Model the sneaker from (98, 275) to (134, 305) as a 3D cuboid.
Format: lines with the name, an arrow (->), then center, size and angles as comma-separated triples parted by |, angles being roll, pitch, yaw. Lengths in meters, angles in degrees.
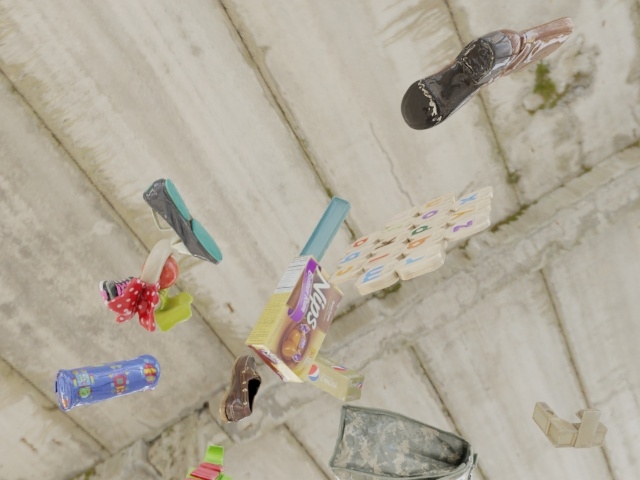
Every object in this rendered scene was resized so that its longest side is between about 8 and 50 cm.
sneaker -> -0.492, 0.121, 1.362 | 0.074, 0.170, 0.063 | -15, -92, -1

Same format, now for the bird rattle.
bird rattle -> -0.371, 0.095, 1.201 | 0.143, 0.253, 0.207 | 11, -105, 7

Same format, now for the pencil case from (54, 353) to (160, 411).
pencil case -> -0.638, 0.421, 1.648 | 0.306, 0.133, 0.120 | 0, -91, -49

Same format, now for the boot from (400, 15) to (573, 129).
boot -> 0.315, -0.328, 1.062 | 0.280, 0.096, 0.264 | -28, -11, -37

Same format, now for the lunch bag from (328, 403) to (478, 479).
lunch bag -> 0.182, 0.484, 1.166 | 0.286, 0.169, 0.235 | 4, -39, 14

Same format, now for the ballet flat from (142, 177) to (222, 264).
ballet flat -> -0.262, -0.025, 1.024 | 0.074, 0.074, 0.203 | -30, -58, 0

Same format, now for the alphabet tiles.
alphabet tiles -> 0.149, -0.004, 0.895 | 0.277, 0.284, 0.021 | -23, -75, 27

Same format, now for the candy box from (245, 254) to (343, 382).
candy box -> -0.038, 0.129, 0.920 | 0.109, 0.053, 0.187 | 52, -131, -29

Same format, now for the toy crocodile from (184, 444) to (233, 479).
toy crocodile -> -0.282, 0.582, 1.283 | 0.115, 0.340, 0.105 | 11, -92, 6

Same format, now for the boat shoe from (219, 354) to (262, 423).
boat shoe -> -0.169, 0.335, 1.255 | 0.073, 0.207, 0.073 | -19, -64, 13

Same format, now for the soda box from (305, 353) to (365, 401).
soda box -> 0.023, 0.340, 1.372 | 0.058, 0.181, 0.061 | 6, -83, -44

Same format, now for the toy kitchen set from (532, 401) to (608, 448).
toy kitchen set -> 0.402, 0.280, 0.876 | 0.083, 0.075, 0.068 | 2, -71, -10

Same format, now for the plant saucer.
plant saucer -> 0.000, 0.000, 1.114 | 0.018, 0.067, 0.192 | 30, -91, -32
